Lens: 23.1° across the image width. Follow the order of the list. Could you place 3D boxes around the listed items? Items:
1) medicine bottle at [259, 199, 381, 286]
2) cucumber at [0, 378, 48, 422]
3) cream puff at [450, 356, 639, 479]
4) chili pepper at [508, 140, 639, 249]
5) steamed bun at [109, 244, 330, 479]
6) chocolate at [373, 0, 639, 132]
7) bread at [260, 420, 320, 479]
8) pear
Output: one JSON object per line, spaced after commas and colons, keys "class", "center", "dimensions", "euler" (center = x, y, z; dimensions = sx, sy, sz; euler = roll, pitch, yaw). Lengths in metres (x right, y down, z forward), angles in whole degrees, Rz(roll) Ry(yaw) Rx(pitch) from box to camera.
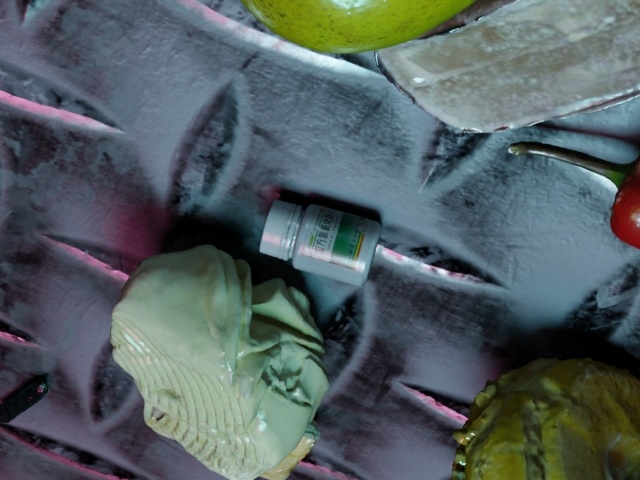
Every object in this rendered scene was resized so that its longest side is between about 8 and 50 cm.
{"class": "medicine bottle", "center": [0.000, 0.000, 1.825], "dimensions": [0.130, 0.080, 0.080], "euler": [16, 140, 3]}
{"class": "cucumber", "center": [-0.434, 0.232, 2.296], "dimensions": [0.032, 0.032, 0.133], "euler": [35, 136, -19]}
{"class": "cream puff", "center": [0.290, 0.306, 1.877], "dimensions": [0.343, 0.327, 0.231], "euler": [-5, 163, -41]}
{"class": "chili pepper", "center": [0.368, -0.035, 1.594], "dimensions": [0.338, 0.134, 0.131], "euler": [48, 135, 16]}
{"class": "steamed bun", "center": [-0.120, 0.129, 1.936], "dimensions": [0.289, 0.203, 0.276], "euler": [41, 146, -5]}
{"class": "chocolate", "center": [0.215, -0.201, 1.501], "dimensions": [0.303, 0.100, 0.185], "euler": [-12, 142, 35]}
{"class": "bread", "center": [-0.069, 0.269, 2.164], "dimensions": [0.106, 0.082, 0.125], "euler": [20, 131, -18]}
{"class": "pear", "center": [0.029, -0.292, 1.342], "dimensions": [0.294, 0.294, 0.294], "euler": [11, 140, 9]}
